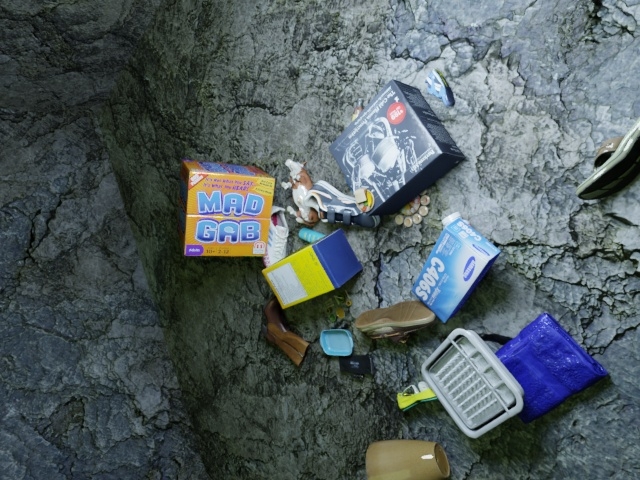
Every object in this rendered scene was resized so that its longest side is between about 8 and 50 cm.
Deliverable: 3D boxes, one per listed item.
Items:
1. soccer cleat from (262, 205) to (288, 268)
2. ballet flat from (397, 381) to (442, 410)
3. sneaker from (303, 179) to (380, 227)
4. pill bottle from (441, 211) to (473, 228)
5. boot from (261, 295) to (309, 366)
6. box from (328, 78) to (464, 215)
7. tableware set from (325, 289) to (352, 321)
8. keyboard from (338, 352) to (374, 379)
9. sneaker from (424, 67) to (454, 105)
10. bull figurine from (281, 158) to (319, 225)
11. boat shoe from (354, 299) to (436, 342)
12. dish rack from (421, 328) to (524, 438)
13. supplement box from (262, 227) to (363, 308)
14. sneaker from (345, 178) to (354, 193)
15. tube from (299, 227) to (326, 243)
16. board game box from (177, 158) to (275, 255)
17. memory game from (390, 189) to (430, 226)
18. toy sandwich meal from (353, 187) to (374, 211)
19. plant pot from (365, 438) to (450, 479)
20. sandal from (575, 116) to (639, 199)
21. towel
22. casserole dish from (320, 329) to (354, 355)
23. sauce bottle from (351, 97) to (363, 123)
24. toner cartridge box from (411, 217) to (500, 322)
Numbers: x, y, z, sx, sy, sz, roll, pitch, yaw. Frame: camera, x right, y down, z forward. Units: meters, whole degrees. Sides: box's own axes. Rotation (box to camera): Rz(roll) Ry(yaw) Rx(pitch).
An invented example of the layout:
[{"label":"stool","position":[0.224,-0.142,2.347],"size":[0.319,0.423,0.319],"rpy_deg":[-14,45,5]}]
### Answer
[{"label":"soccer cleat","position":[-0.207,0.001,1.960],"size":[0.143,0.116,0.332],"rpy_deg":[-4,93,50]},{"label":"ballet flat","position":[0.374,0.574,1.573],"size":[0.231,0.077,0.077],"rpy_deg":[-41,57,40]},{"label":"sneaker","position":[0.074,-0.114,1.656],"size":[0.321,0.127,0.126],"rpy_deg":[30,151,27]},{"label":"pill bottle","position":[0.468,-0.010,1.382],"size":[0.087,0.087,0.160],"rpy_deg":[-38,73,39]},{"label":"boot","position":[-0.166,0.431,2.012],"size":[0.280,0.096,0.264],"rpy_deg":[33,117,33]},{"label":"box","position":[0.252,-0.307,1.457],"size":[0.343,0.178,0.313],"rpy_deg":[-42,67,36]},{"label":"tableware set","position":[0.078,0.287,1.820],"size":[0.154,0.024,0.104],"rpy_deg":[-36,73,39]},{"label":"keyboard","position":[0.153,0.540,1.795],"size":[0.180,0.023,0.108],"rpy_deg":[-10,84,43]},{"label":"sneaker","position":[0.394,-0.499,1.395],"size":[0.059,0.053,0.144],"rpy_deg":[-35,65,39]},{"label":"bull figurine","position":[-0.085,-0.211,1.794],"size":[0.101,0.188,0.311],"rpy_deg":[-20,89,25]},{"label":"boat shoe","position":[0.295,0.321,1.589],"size":[0.342,0.123,0.123],"rpy_deg":[-20,113,37]},{"label":"dish rack","position":[0.490,0.456,1.360],"size":[0.286,0.072,0.333],"rpy_deg":[54,144,28]},{"label":"supplement box","position":[-0.039,0.122,1.760],"size":[0.356,0.195,0.194],"rpy_deg":[-26,93,41]},{"label":"sneaker","position":[0.172,-0.189,1.643],"size":[0.209,0.069,0.082],"rpy_deg":[51,157,14]},{"label":"tube","position":[0.000,0.000,1.832],"size":[0.207,0.052,0.080],"rpy_deg":[22,122,31]},{"label":"board game box","position":[-0.445,-0.153,1.915],"size":[0.356,0.356,0.357],"rpy_deg":[-141,56,-61]},{"label":"memory game","position":[0.318,-0.142,1.544],"size":[0.186,0.012,0.186],"rpy_deg":[7,100,41]},{"label":"toy sandwich meal","position":[0.146,-0.138,1.429],"size":[0.085,0.029,0.086],"rpy_deg":[7,100,43]},{"label":"plant pot","position":[0.340,0.846,1.565],"size":[0.254,0.237,0.237],"rpy_deg":[-30,77,25]},{"label":"sandal","position":[0.776,-0.231,1.075],"size":[0.303,0.120,0.086],"rpy_deg":[-62,31,27]},{"label":"towel","position":[0.658,0.400,1.285],"size":[0.228,0.076,0.308],"rpy_deg":[51,126,25]},{"label":"casserole dish","position":[0.077,0.442,1.837],"size":[0.188,0.037,0.114],"rpy_deg":[-13,88,43]},{"label":"sauce bottle","position":[0.145,-0.482,1.626],"size":[0.042,0.042,0.128],"rpy_deg":[21,108,38]},{"label":"toner cartridge box","position":[0.424,0.107,1.362],"size":[0.165,0.075,0.348],"rpy_deg":[45,146,26]}]
